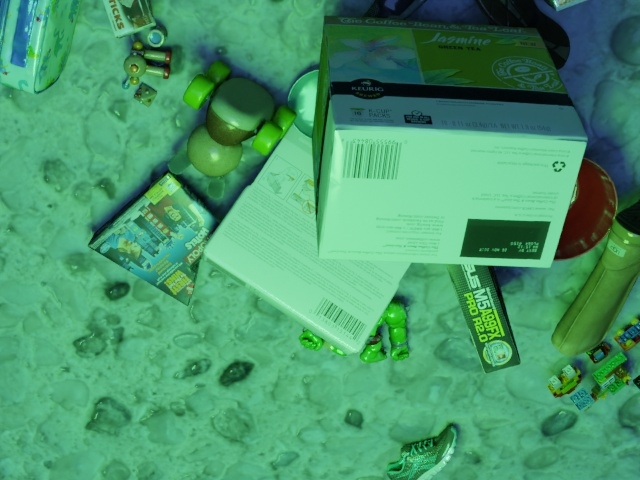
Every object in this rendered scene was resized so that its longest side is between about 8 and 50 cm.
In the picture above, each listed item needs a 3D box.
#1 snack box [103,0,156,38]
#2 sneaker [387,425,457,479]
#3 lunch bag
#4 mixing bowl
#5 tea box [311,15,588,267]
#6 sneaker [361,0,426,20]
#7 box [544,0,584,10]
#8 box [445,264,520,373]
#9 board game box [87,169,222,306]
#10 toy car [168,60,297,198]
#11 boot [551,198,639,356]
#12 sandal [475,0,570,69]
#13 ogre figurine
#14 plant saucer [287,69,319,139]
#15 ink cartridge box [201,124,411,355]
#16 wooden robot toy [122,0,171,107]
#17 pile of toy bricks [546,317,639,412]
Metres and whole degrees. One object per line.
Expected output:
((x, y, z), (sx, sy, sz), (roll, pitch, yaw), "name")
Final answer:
((-0.308, -0.401, 1.517), (0.064, 0.022, 0.178), (-18, 92, 9), "snack box")
((0.184, 0.397, 1.839), (0.076, 0.065, 0.166), (35, 107, -8), "sneaker")
((-0.421, -0.336, 1.492), (0.090, 0.176, 0.219), (16, 112, -5), "lunch bag")
((0.378, -0.067, 1.623), (0.182, 0.098, 0.181), (0, 111, 1), "mixing bowl")
((0.161, -0.146, 1.419), (0.329, 0.323, 0.220), (2, 127, -6), "tea box")
((0.108, -0.400, 1.504), (0.130, 0.087, 0.227), (44, 105, -11), "sneaker")
((0.360, -0.454, 1.463), (0.114, 0.103, 0.203), (-20, 110, 9), "box")
((0.243, 0.049, 1.582), (0.060, 0.270, 0.216), (-18, 110, 11), "box")
((-0.252, 0.006, 1.689), (0.194, 0.060, 0.194), (-39, 107, 15), "board game box")
((-0.157, -0.157, 1.585), (0.155, 0.149, 0.188), (34, 119, -1), "toy car")
((0.509, 0.049, 1.666), (0.236, 0.089, 0.269), (-16, 138, -32), "boot")
((0.299, -0.343, 1.536), (0.219, 0.060, 0.090), (36, 78, -27), "sandal")
((0.075, 0.147, 1.720), (0.197, 0.097, 0.118), (20, 117, -3), "ogre figurine")
((0.007, -0.219, 1.612), (0.119, 0.021, 0.119), (1, 113, 2), "plant saucer")
((0.000, 0.000, 1.635), (0.296, 0.066, 0.261), (34, 75, -1), "ink cartridge box")
((-0.274, -0.283, 1.562), (0.076, 0.079, 0.173), (8, 113, -2), "wooden robot toy")
((0.514, 0.235, 1.754), (0.212, 0.118, 0.105), (-37, 146, 4), "pile of toy bricks")
